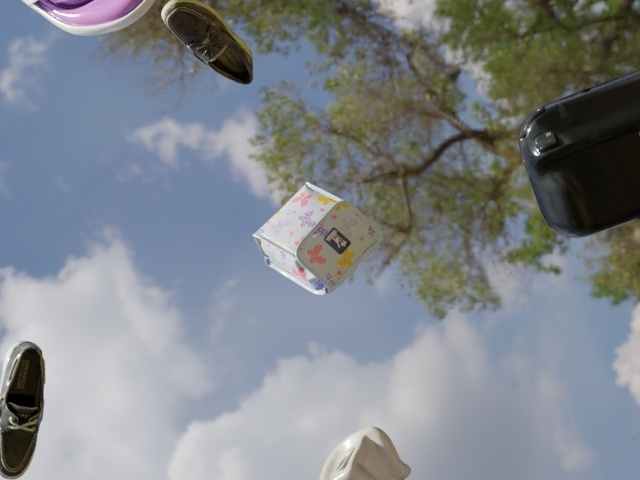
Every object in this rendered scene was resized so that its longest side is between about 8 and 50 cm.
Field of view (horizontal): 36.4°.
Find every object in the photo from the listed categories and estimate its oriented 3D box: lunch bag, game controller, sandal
[{"bbox_3d":[0.000,0.000,0.791,0.071,0.083,0.053,-44,-37,-20],"label":"lunch bag"},{"bbox_3d":[0.398,-0.120,1.134,0.067,0.319,0.167,-89,-22,-72],"label":"game controller"},{"bbox_3d":[-0.446,-0.454,1.644,0.169,0.416,0.102,-64,-32,-7],"label":"sandal"}]

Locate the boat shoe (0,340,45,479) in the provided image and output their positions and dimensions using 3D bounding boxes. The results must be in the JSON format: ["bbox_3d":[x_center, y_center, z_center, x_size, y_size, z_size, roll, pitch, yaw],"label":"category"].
[{"bbox_3d":[-0.473,0.268,1.523,0.077,0.070,0.220,6,-91,-27],"label":"boat shoe"}]

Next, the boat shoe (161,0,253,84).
[{"bbox_3d":[-0.131,-0.244,1.201,0.152,0.056,0.049,28,-152,-46],"label":"boat shoe"}]

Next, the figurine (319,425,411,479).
[{"bbox_3d":[0.054,0.341,1.080,0.209,0.215,0.092,44,-159,-8],"label":"figurine"}]
